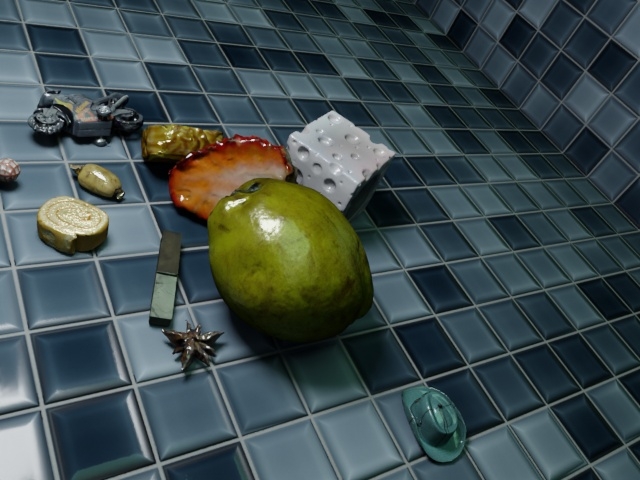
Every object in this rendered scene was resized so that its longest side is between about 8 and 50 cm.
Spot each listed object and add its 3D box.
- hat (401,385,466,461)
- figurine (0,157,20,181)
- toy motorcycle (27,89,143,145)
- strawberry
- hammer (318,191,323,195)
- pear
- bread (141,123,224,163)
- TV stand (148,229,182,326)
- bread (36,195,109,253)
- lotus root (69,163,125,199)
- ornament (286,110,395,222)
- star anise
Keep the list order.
[{"bbox_3d":[0.263,0.402,1.313,0.138,0.078,0.191,-6,51,-31],"label":"hat"},{"bbox_3d":[-0.822,-0.212,1.285,0.281,0.167,0.370,10,35,-26],"label":"figurine"},{"bbox_3d":[-0.643,-0.347,1.566,0.307,0.108,0.173,-13,50,-40],"label":"toy motorcycle"},{"bbox_3d":[-0.227,-0.153,1.531,0.336,0.265,0.149,2,15,-4],"label":"strawberry"},{"bbox_3d":[0.000,0.000,1.535,0.103,0.029,0.246,-23,94,-33],"label":"hammer"},{"bbox_3d":[-0.073,0.054,1.299,0.413,0.352,0.352,46,40,-7],"label":"pear"},{"bbox_3d":[-0.374,-0.258,1.578,0.222,0.096,0.181,1,3,-30],"label":"bread"},{"bbox_3d":[-0.357,0.083,1.328,0.049,0.040,0.256,12,43,-19],"label":"TV stand"},{"bbox_3d":[-0.566,-0.031,1.311,0.149,0.073,0.122,24,46,-2],"label":"bread"},{"bbox_3d":[-0.560,-0.155,1.445,0.152,0.063,0.072,28,50,-6],"label":"lotus root"},{"bbox_3d":[0.028,-0.187,1.668,0.240,0.239,0.240,36,41,11],"label":"ornament"},{"bbox_3d":[-0.261,0.215,1.231,0.129,0.056,0.124,-12,54,-37],"label":"star anise"}]
